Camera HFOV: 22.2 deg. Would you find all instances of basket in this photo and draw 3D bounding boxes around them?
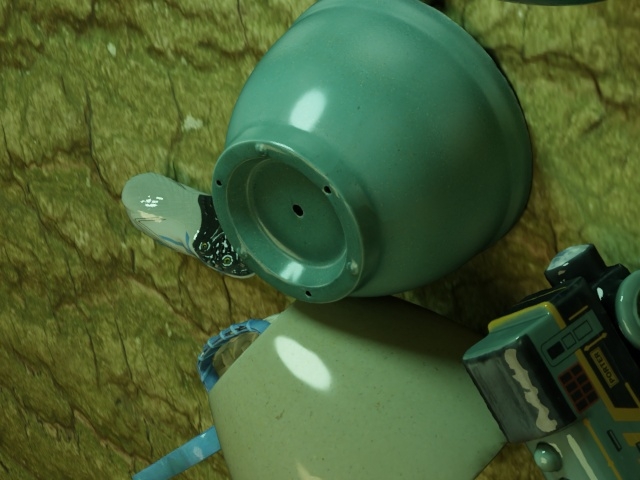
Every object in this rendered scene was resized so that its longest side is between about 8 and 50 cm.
[{"bbox_3d":[-0.065,0.191,1.859,0.201,0.289,0.255,63,154,3],"label":"basket"}]

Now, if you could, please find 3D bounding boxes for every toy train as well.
[{"bbox_3d":[0.268,0.172,1.437,0.334,0.190,0.142,60,151,-3],"label":"toy train"}]

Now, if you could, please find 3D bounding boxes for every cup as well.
[{"bbox_3d":[0.027,0.179,1.626,0.237,0.331,0.331,43,149,4],"label":"cup"}]

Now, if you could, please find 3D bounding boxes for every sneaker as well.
[{"bbox_3d":[-0.150,-0.014,2.028,0.237,0.085,0.086,29,166,36],"label":"sneaker"}]

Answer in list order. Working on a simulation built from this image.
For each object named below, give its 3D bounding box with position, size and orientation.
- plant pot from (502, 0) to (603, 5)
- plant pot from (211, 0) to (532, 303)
[{"bbox_3d":[0.135,-0.340,1.120,0.271,0.271,0.255,39,130,31],"label":"plant pot"},{"bbox_3d":[0.022,-0.062,1.529,0.293,0.196,0.293,25,135,27],"label":"plant pot"}]
